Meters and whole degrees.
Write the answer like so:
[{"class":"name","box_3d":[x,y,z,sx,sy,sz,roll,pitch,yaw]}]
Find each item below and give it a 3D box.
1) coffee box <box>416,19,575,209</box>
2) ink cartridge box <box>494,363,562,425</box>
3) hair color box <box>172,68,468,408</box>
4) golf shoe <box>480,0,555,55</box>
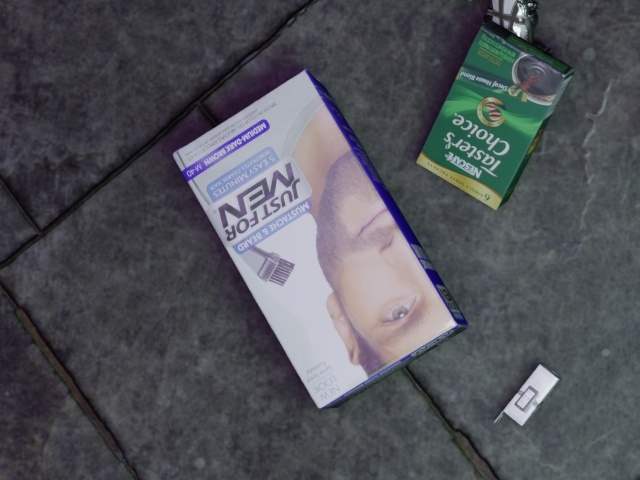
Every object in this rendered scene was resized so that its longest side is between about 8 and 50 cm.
[{"class":"coffee box","box_3d":[0.192,-0.137,1.859,0.113,0.040,0.184,33,121,11]},{"class":"ink cartridge box","box_3d":[0.230,0.177,1.861,0.028,0.048,0.083,39,96,13]},{"class":"hair color box","box_3d":[0.000,0.000,1.898,0.185,0.110,0.339,-32,81,8]},{"class":"golf shoe","box_3d":[0.203,-0.239,1.880,0.094,0.077,0.198,-15,88,18]}]
